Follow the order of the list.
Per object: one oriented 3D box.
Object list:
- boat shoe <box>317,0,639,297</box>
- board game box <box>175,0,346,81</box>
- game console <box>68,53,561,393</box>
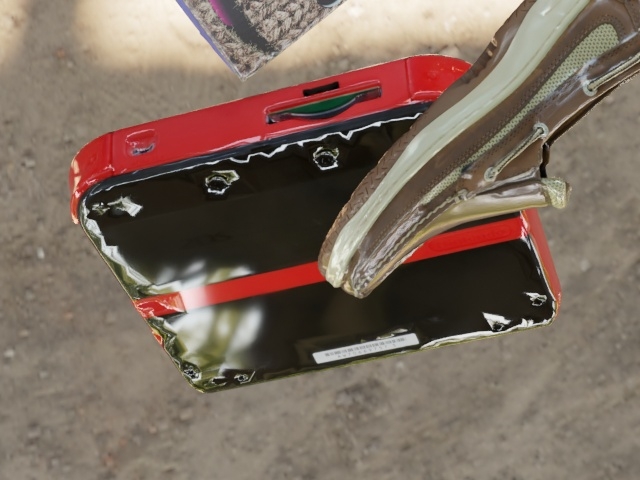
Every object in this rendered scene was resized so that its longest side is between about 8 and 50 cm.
[{"bbox_3d":[0.105,-0.049,0.817,0.095,0.095,0.257,43,109,8],"label":"boat shoe"},{"bbox_3d":[-0.062,-0.383,1.700,0.291,0.141,0.232,-39,137,-1],"label":"board game box"},{"bbox_3d":[0.000,0.000,1.256,0.387,0.060,0.342,-12,139,14],"label":"game console"}]
